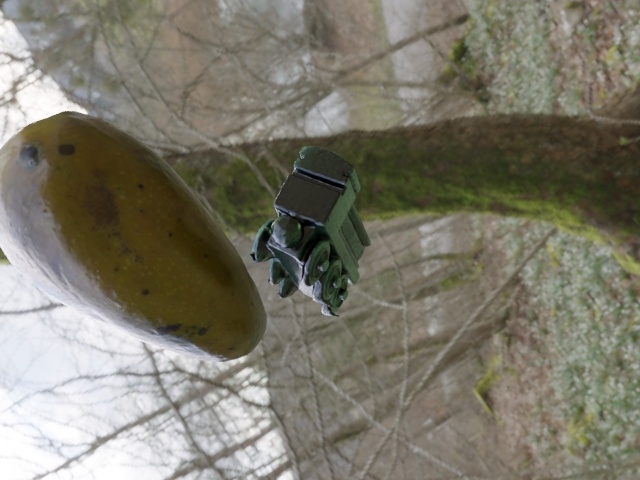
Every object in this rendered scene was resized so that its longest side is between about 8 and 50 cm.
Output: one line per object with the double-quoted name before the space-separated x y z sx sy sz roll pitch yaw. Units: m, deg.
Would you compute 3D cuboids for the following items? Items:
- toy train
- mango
"toy train" 0.000 0.000 0.757 0.071 0.111 0.170 24 166 20
"mango" -0.176 0.019 0.820 0.329 0.175 0.176 49 -169 -22
